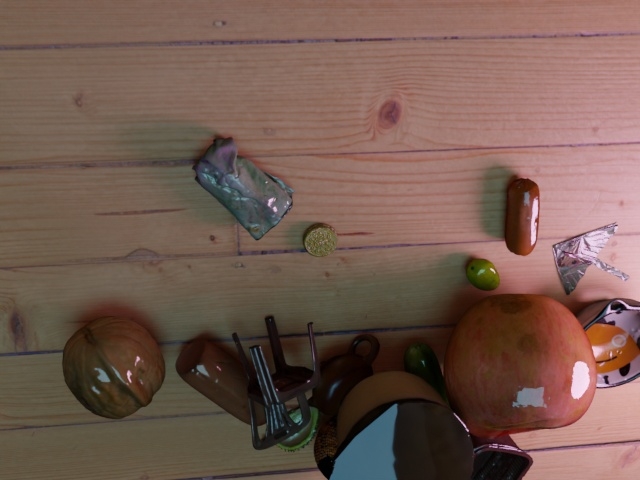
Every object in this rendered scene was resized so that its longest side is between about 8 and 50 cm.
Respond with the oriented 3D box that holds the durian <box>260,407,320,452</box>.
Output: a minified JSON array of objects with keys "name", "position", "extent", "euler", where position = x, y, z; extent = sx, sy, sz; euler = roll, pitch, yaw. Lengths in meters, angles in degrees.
[{"name":"durian","position":[-0.069,0.526,1.887],"extent":[0.215,0.086,0.100],"euler":[-40,83,12]}]

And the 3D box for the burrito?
[{"name":"burrito","position":[-0.172,-0.112,1.480],"extent":[0.144,0.089,0.229],"euler":[-43,118,14]}]

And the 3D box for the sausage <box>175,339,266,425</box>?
[{"name":"sausage","position":[-0.224,0.371,1.736],"extent":[0.121,0.121,0.304],"euler":[-39,119,15]}]

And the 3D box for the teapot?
[{"name":"teapot","position":[0.056,0.343,1.761],"extent":[0.252,0.135,0.178],"euler":[-54,149,2]}]

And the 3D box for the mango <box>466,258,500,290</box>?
[{"name":"mango","position":[0.405,0.087,1.685],"extent":[0.073,0.056,0.108],"euler":[-38,120,21]}]

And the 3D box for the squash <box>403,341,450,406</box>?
[{"name":"squash","position":[0.302,0.420,1.845],"extent":[0.101,0.101,0.379],"euler":[-21,122,5]}]

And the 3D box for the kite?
[{"name":"kite","position":[0.694,0.052,1.730],"extent":[0.250,0.012,0.229],"euler":[20,117,-19]}]

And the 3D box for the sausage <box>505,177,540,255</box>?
[{"name":"sausage","position":[0.476,-0.057,1.601],"extent":[0.076,0.076,0.198],"euler":[-8,119,-3]}]

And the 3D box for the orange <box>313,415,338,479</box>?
[{"name":"orange","position":[0.096,0.574,1.865],"extent":[0.234,0.182,0.234],"euler":[-8,138,-7]}]

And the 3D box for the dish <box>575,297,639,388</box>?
[{"name":"dish","position":[0.755,0.247,1.786],"extent":[0.303,0.120,0.303],"euler":[-4,121,-7]}]

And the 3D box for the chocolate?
[{"name":"chocolate","position":[0.175,0.486,1.645],"extent":[0.326,0.297,0.314],"euler":[-45,106,-4]}]

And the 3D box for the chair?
[{"name":"chair","position":[-0.093,0.364,1.642],"extent":[0.175,0.183,0.327],"euler":[-21,103,-29]}]

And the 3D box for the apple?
[{"name":"apple","position":[0.472,0.299,1.651],"extent":[0.363,0.364,0.364],"euler":[-3,121,-5]}]

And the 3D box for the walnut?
[{"name":"walnut","position":[-0.484,0.302,1.612],"extent":[0.225,0.225,0.261],"euler":[-24,126,7]}]

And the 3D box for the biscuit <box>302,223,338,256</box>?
[{"name":"biscuit","position":[0.000,0.000,1.601],"extent":[0.084,0.023,0.084],"euler":[-3,121,-6]}]

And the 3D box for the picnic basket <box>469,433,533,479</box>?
[{"name":"picnic basket","position":[0.461,0.662,1.989],"extent":[0.222,0.129,0.297],"euler":[17,118,-18]}]
